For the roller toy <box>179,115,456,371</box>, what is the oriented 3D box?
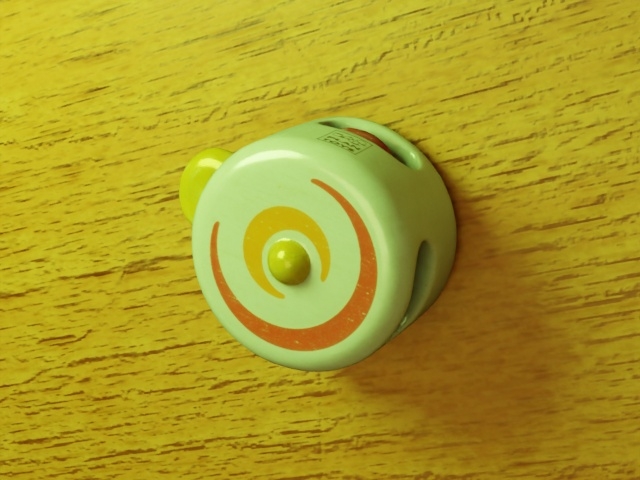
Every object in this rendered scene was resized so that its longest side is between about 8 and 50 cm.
[{"bbox_3d":[0.000,0.000,1.054,0.191,0.146,0.209,-22,93,28],"label":"roller toy"}]
